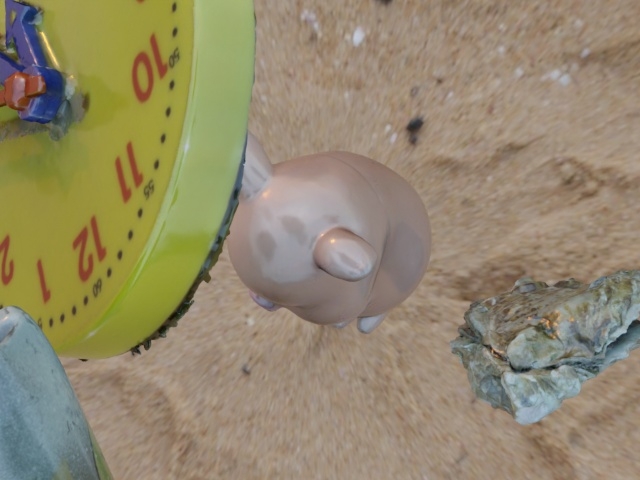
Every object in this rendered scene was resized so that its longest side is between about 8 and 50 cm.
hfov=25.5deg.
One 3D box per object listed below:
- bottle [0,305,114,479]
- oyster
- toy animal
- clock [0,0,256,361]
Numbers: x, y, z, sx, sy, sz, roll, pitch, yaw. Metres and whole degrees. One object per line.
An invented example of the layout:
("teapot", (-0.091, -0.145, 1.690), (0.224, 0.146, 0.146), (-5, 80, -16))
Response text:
("bottle", (-0.127, 0.159, 0.694), (0.083, 0.083, 0.270), (-20, 114, -1))
("oyster", (0.214, 0.094, 1.269), (0.267, 0.198, 0.112), (-17, 95, -35))
("toy animal", (0.011, -0.002, 1.231), (0.166, 0.250, 0.154), (23, 94, 21))
("clock", (-0.138, -0.079, 0.769), (0.277, 0.071, 0.293), (-52, 47, 34))
